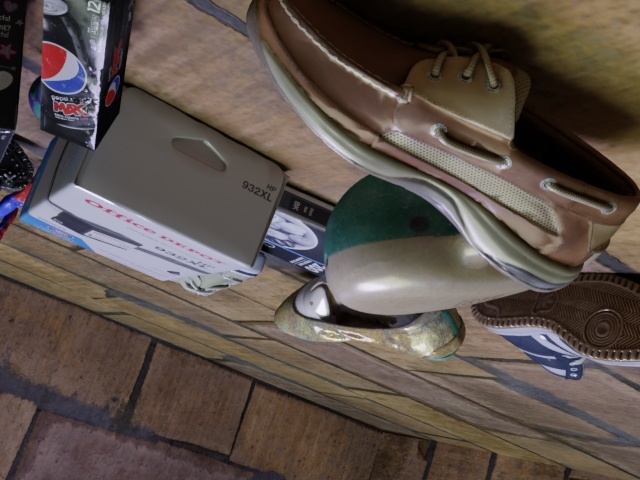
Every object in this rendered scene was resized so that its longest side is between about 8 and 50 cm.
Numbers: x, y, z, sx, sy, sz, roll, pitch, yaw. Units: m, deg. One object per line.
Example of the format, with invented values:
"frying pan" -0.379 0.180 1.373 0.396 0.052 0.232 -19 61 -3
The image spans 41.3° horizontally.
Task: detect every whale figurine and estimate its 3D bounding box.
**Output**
"whale figurine" 0.137 -0.006 0.852 0.272 0.141 0.216 -4 167 -8

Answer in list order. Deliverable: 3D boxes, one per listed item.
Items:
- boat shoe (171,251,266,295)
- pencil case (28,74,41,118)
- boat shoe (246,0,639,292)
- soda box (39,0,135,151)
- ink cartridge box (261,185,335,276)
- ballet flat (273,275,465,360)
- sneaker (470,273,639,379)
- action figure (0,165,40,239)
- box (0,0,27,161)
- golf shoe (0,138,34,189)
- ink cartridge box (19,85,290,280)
"boat shoe" -0.167 0.037 1.268 0.109 0.094 0.302 24 174 -23
"pencil case" -0.244 -0.158 0.842 0.064 0.070 0.152 -13 179 -31
"boat shoe" 0.097 -0.094 0.615 0.324 0.123 0.116 34 127 -18
"soda box" -0.191 -0.154 0.693 0.053 0.060 0.169 22 140 -2
"ink cartridge box" 0.000 0.000 1.130 0.208 0.045 0.206 22 164 -14
"ballet flat" 0.057 0.098 1.304 0.348 0.123 0.123 7 160 38
"sneaker" 0.329 0.113 1.020 0.153 0.099 0.282 35 165 -32
"action figure" -0.521 -0.085 1.397 0.091 0.139 0.280 30 139 -24
"box" -0.380 -0.154 0.820 0.163 0.142 0.247 5 172 -25
"golf shoe" -0.499 -0.132 1.227 0.198 0.077 0.094 29 169 -2
"ink cartridge box" -0.216 -0.053 1.042 0.223 0.129 0.307 27 162 -25
